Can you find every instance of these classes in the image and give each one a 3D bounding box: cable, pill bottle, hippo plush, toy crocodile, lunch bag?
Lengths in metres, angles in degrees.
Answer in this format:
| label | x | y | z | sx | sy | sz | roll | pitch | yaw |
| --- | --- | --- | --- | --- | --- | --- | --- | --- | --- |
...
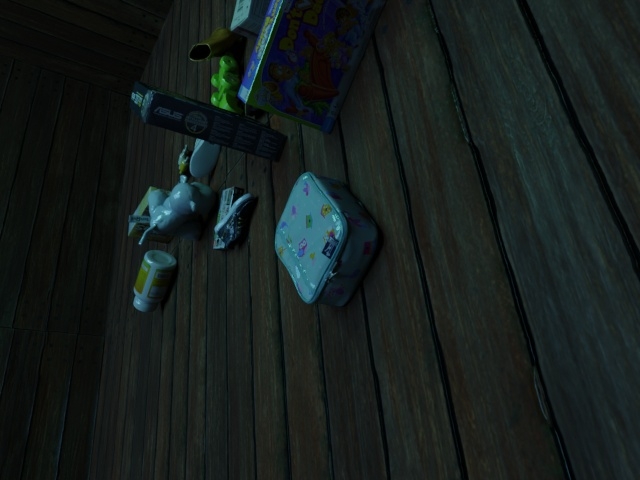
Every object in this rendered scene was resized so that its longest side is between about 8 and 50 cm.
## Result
| label | x | y | z | sx | sy | sz | roll | pitch | yaw |
| --- | --- | --- | --- | --- | --- | --- | --- | --- | --- |
| cable | -0.623 | -0.295 | 2.270 | 0.287 | 0.072 | 0.139 | -56 | 31 | 32 |
| pill bottle | -0.711 | 0.177 | 2.173 | 0.246 | 0.136 | 0.136 | -65 | 33 | 19 |
| hippo plush | -0.525 | -0.146 | 1.881 | 0.236 | 0.294 | 0.234 | -44 | 65 | 31 |
| toy crocodile | -0.339 | -0.584 | 1.901 | 0.115 | 0.105 | 0.341 | -51 | 35 | 37 |
| lunch bag | 0.000 | 0.000 | 1.104 | 0.224 | 0.107 | 0.279 | -62 | 34 | 24 |

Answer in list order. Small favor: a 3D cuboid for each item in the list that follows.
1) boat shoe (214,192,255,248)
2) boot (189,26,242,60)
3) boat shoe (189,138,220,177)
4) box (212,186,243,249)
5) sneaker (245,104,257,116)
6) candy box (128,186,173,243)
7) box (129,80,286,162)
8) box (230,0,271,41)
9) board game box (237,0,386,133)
| label | x | y | z | sx | sy | sz | roll | pitch | yaw |
| --- | --- | --- | --- | --- | --- | --- | --- | --- | --- |
| boat shoe | -0.250 | -0.058 | 1.590 | 0.183 | 0.065 | 0.083 | -46 | 68 | 23 |
| boot | -0.438 | -0.761 | 2.013 | 0.211 | 0.104 | 0.295 | -41 | 23 | -29 |
| boat shoe | -0.441 | -0.373 | 1.981 | 0.088 | 0.096 | 0.268 | 29 | 103 | 62 |
| box | -0.311 | -0.071 | 1.709 | 0.114 | 0.036 | 0.207 | -4 | 75 | 58 |
| sneaker | -0.199 | -0.447 | 1.646 | 0.185 | 0.083 | 0.070 | 129 | 146 | -80 |
| candy box | -0.693 | -0.102 | 2.203 | 0.316 | 0.183 | 0.088 | -38 | 47 | 46 |
| box | -0.340 | -0.354 | 1.514 | 0.318 | 0.395 | 0.097 | 43 | 116 | 56 |
| box | -0.103 | -0.607 | 1.378 | 0.127 | 0.232 | 0.149 | 7 | 85 | 59 |
| board game box | -0.021 | -0.452 | 1.187 | 0.347 | 0.233 | 0.078 | -66 | 32 | 18 |
